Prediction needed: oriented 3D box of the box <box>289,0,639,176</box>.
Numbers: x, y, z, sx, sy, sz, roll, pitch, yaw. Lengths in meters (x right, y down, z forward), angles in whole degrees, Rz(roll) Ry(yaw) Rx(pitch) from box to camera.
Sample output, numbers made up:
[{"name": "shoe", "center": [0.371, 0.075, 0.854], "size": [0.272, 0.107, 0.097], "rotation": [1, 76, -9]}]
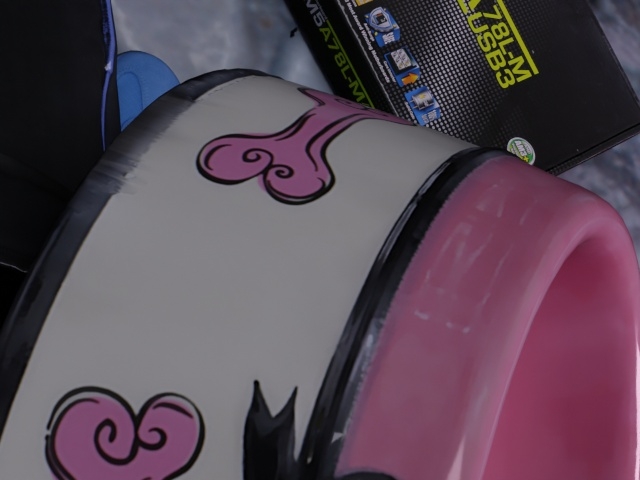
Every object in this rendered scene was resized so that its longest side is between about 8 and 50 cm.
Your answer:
[{"name": "box", "center": [0.084, -0.116, 1.046], "size": [0.184, 0.045, 0.191], "rotation": [-25, 87, -36]}]

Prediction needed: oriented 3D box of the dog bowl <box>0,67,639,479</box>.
[{"name": "dog bowl", "center": [0.017, 0.143, 0.681], "size": [0.408, 0.150, 0.408], "rotation": [6, 90, -70]}]

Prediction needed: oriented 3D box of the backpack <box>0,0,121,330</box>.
[{"name": "backpack", "center": [-0.222, -0.043, 0.707], "size": [0.263, 0.213, 0.277], "rotation": [10, 53, -34]}]

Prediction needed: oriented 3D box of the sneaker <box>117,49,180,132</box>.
[{"name": "sneaker", "center": [-0.079, -0.006, 0.869], "size": [0.069, 0.082, 0.209], "rotation": [15, 62, -26]}]
